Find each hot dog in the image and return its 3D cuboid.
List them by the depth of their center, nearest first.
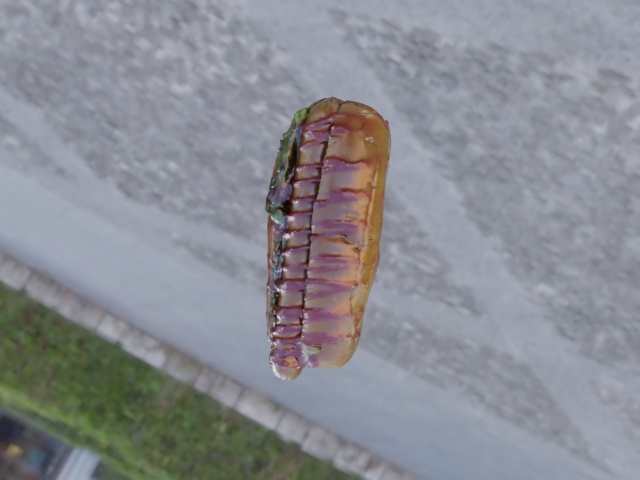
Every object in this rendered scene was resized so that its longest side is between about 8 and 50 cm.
[{"bbox_3d":[-0.001,0.001,0.690,0.062,0.144,0.038,16,-166,30],"label":"hot dog"}]
